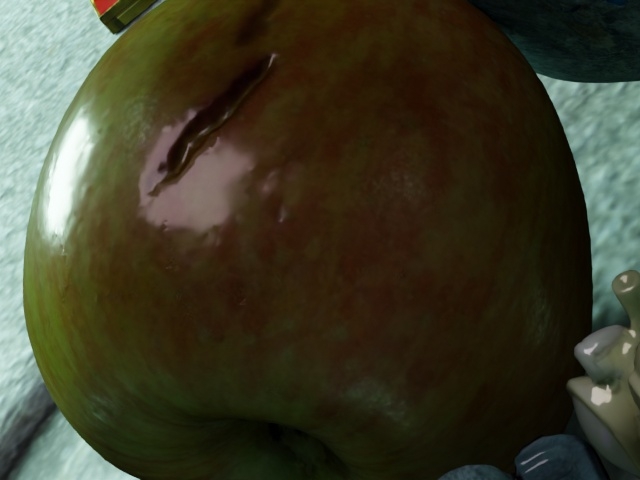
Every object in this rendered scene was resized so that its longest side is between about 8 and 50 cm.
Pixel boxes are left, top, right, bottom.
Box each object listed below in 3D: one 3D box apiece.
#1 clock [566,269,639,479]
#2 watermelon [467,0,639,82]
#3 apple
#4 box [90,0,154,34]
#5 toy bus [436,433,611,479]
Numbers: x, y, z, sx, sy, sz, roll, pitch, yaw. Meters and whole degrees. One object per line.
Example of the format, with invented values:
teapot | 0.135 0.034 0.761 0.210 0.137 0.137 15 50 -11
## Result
clock | 0.247 0.025 0.694 0.379 0.120 0.276 -49 34 -20
watermelon | 0.180 -0.138 0.882 0.322 0.175 0.188 -21 29 18
apple | 0.000 0.000 0.846 0.264 0.264 0.264 -29 33 21
box | -0.131 -0.229 1.518 0.133 0.023 0.090 -39 33 7
toy bus | 0.025 0.198 0.711 0.265 0.120 0.121 -35 31 11
